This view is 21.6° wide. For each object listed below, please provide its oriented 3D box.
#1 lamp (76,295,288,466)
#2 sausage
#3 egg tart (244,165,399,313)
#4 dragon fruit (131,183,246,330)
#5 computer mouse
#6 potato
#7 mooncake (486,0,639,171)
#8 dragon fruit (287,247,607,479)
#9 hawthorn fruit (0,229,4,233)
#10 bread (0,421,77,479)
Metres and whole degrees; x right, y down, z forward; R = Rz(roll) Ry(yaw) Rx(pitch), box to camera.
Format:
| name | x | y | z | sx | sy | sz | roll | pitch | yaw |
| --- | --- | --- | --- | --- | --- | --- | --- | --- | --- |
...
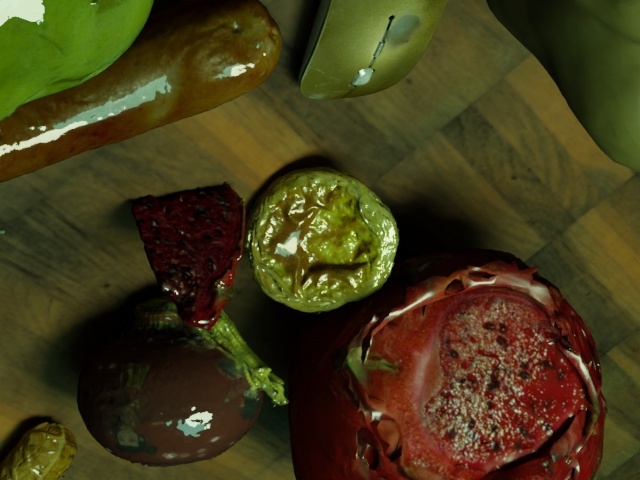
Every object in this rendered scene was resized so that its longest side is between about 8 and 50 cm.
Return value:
| name | x | y | z | sx | sy | sz | roll | pitch | yaw |
| --- | --- | --- | --- | --- | --- | --- | --- | --- | --- |
| lamp | -0.125 | 0.114 | 1.396 | 0.157 | 0.156 | 0.135 | -13 | 99 | -39 |
| sausage | -0.171 | -0.095 | 1.150 | 0.302 | 0.103 | 0.076 | -22 | 97 | -15 |
| egg tart | 0.000 | 0.000 | 1.390 | 0.130 | 0.052 | 0.130 | 1 | 105 | 6 |
| dragon fruit | -0.096 | 0.025 | 1.319 | 0.097 | 0.131 | 0.063 | -4 | 140 | -23 |
| computer mouse | 0.043 | -0.179 | 1.254 | 0.102 | 0.045 | 0.199 | -5 | 135 | -28 |
| potato | -0.220 | -0.150 | 1.013 | 0.253 | 0.149 | 0.186 | -6 | 146 | -39 |
| mooncake | 0.335 | -0.266 | 1.190 | 0.467 | 0.262 | 0.467 | -22 | 143 | -18 |
| dragon fruit | 0.113 | 0.150 | 1.473 | 0.295 | 0.296 | 0.302 | -33 | 165 | 1 |
| hawthorn fruit | -0.333 | 0.025 | 1.160 | 0.149 | 0.149 | 0.189 | -58 | 177 | 30 |
| bread | -0.268 | 0.219 | 1.478 | 0.052 | 0.044 | 0.157 | 11 | 126 | -47 |
